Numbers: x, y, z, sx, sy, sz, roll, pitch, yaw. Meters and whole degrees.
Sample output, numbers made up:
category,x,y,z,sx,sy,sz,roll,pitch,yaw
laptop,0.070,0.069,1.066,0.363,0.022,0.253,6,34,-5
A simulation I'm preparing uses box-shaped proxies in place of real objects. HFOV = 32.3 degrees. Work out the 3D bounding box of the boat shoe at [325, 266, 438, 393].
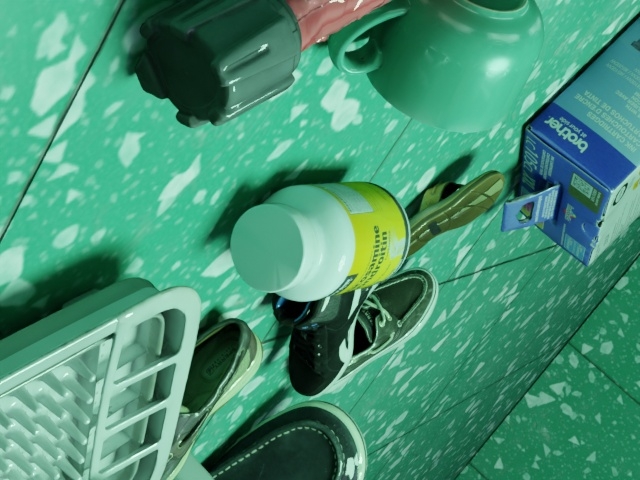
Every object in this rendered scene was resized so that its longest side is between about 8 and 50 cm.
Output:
category,x,y,z,sx,sy,sz,roll,pitch,yaw
boat shoe,0.062,0.106,1.364,0.219,0.078,0.070,-41,160,-14

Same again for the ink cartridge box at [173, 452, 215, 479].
category,x,y,z,sx,sy,sz,roll,pitch,yaw
ink cartridge box,-0.223,0.318,1.156,0.212,0.093,0.154,-50,161,15

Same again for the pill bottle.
category,x,y,z,sx,sy,sz,roll,pitch,yaw
pill bottle,0.000,0.000,0.996,0.103,0.103,0.184,-56,159,22

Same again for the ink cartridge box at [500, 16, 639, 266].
category,x,y,z,sx,sy,sz,roll,pitch,yaw
ink cartridge box,0.414,-0.140,1.514,0.395,0.151,0.270,-45,160,-12

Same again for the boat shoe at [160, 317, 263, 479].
category,x,y,z,sx,sy,sz,roll,pitch,yaw
boat shoe,-0.144,0.159,1.050,0.223,0.080,0.073,-48,156,-15

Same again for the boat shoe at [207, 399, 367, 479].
category,x,y,z,sx,sy,sz,roll,pitch,yaw
boat shoe,-0.141,0.393,1.343,0.500,0.187,0.156,-42,166,0

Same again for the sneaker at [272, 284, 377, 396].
category,x,y,z,sx,sy,sz,roll,pitch,yaw
sneaker,-0.016,0.090,1.190,0.121,0.079,0.217,-17,136,-49

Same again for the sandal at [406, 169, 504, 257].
category,x,y,z,sx,sy,sz,roll,pitch,yaw
sandal,0.135,-0.036,1.301,0.180,0.049,0.072,-32,154,-1

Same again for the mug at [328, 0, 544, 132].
category,x,y,z,sx,sy,sz,roll,pitch,yaw
mug,0.101,-0.158,0.862,0.158,0.129,0.097,-34,157,-42

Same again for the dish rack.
category,x,y,z,sx,sy,sz,roll,pitch,yaw
dish rack,-0.244,0.170,0.825,0.333,0.072,0.285,-31,149,-42

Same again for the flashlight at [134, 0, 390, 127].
category,x,y,z,sx,sy,sz,roll,pitch,yaw
flashlight,0.028,-0.172,0.730,0.304,0.103,0.103,-36,158,-32
